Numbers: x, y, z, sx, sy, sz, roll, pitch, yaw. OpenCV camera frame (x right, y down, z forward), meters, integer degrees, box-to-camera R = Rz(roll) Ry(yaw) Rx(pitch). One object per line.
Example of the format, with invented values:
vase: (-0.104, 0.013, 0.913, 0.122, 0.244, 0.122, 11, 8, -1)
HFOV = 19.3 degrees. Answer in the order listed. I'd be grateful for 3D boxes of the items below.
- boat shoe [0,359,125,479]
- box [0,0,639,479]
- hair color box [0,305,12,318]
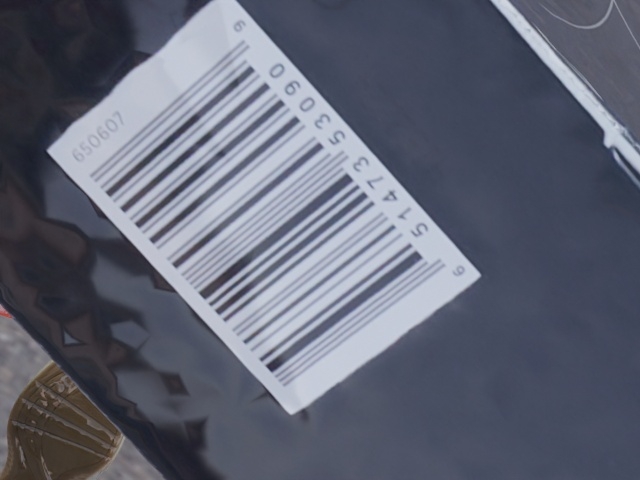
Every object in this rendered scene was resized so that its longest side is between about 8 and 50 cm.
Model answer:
boat shoe: (-0.245, 0.188, 1.843, 0.109, 0.302, 0.098, 29, 39, 2)
box: (0.042, -0.095, 1.007, 0.297, 0.472, 0.480, -38, 98, 27)
hair color box: (-0.322, 0.006, 1.670, 0.053, 0.093, 0.167, -41, 145, 17)
